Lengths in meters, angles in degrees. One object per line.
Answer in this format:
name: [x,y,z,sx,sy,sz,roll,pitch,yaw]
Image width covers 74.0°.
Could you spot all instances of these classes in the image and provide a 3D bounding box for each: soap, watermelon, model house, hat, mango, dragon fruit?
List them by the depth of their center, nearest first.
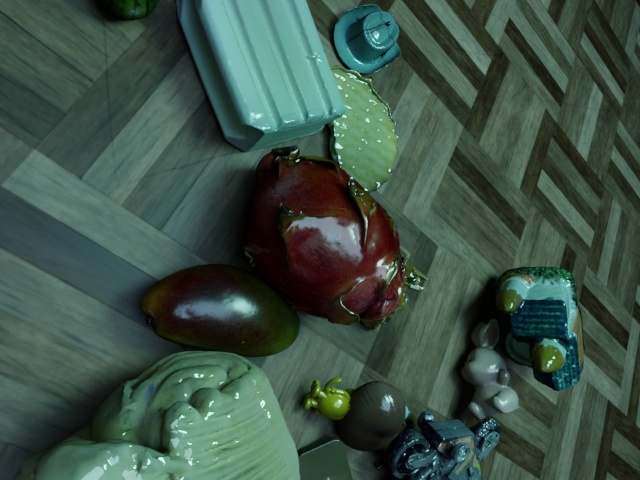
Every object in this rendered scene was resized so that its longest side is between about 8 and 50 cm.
watermelon: [-0.288,-0.379,0.629,0.109,0.109,0.109,5,81,-32]
mango: [-0.136,0.108,0.660,0.268,0.111,0.133,21,53,-36]
dragon fruit: [-0.002,-0.003,0.679,0.250,0.250,0.315,-36,105,-31]
soap: [-0.114,-0.346,0.731,0.208,0.115,0.346,-25,97,-34]
hat: [0.119,-0.444,0.916,0.191,0.078,0.138,-39,103,-30]
model house: [0.475,0.208,0.940,0.291,0.184,0.253,-21,105,-58]

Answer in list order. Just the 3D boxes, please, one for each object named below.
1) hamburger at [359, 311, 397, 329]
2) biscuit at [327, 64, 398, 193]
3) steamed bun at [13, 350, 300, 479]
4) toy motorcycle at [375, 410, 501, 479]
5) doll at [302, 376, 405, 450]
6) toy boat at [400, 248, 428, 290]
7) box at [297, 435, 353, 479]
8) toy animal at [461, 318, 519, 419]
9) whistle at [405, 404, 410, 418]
hamburger: [0.108,0.093,0.825,0.087,0.102,0.176,-45,107,-42]
biscuit: [0.089,-0.225,0.893,0.187,0.036,0.273,-5,86,-33]
steamed bun: [-0.194,0.328,0.506,0.339,0.247,0.352,-4,75,-61]
toy motorcycle: [0.242,0.441,0.848,0.307,0.108,0.173,6,105,-29]
doll: [0.070,0.298,0.764,0.145,0.096,0.188,-40,105,12]
toy boat: [0.144,0.039,0.871,0.206,0.072,0.064,35,67,-24]
box: [0.008,0.416,0.746,0.091,0.031,0.126,-17,92,-18]
toy animal: [0.369,0.289,0.970,0.124,0.124,0.212,10,56,-31]
whistle: [0.134,0.337,0.844,0.100,0.035,0.035,11,77,-17]
